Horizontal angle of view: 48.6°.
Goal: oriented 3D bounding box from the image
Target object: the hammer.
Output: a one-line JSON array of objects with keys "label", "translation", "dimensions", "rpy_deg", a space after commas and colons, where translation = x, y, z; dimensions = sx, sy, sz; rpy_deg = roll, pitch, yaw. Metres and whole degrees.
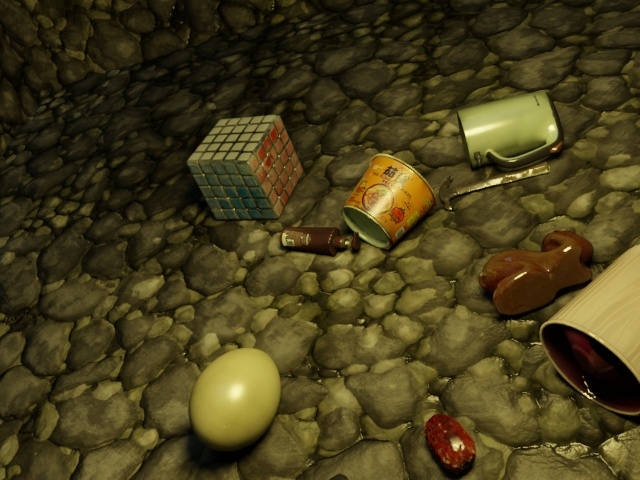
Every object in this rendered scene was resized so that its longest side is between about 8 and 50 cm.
[{"label": "hammer", "translation": [0.464, -0.157, 1.896], "dimensions": [0.297, 0.027, 0.125], "rpy_deg": [-15, 44, 12]}]

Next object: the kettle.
[{"label": "kettle", "translation": [0.517, -0.286, 1.920], "dimensions": [0.255, 0.165, 0.240], "rpy_deg": [-13, 49, 8]}]

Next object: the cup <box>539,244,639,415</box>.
[{"label": "cup", "translation": [0.598, 0.172, 1.301], "dimensions": [0.273, 0.208, 0.288], "rpy_deg": [-39, 39, -20]}]

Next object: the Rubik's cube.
[{"label": "Rubik's cube", "translation": [-0.225, -0.220, 2.154], "dimensions": [0.237, 0.237, 0.238], "rpy_deg": [1, 44, 27]}]

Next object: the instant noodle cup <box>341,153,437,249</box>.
[{"label": "instant noodle cup", "translation": [0.169, -0.092, 1.841], "dimensions": [0.216, 0.216, 0.172], "rpy_deg": [25, 67, 44]}]

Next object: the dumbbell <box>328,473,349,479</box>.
[{"label": "dumbbell", "translation": [-0.010, 0.529, 1.244], "dimensions": [0.218, 0.152, 0.152], "rpy_deg": [-31, 39, -9]}]

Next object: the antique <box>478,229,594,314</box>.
[{"label": "antique", "translation": [0.480, 0.059, 1.570], "dimensions": [0.257, 0.121, 0.143], "rpy_deg": [-29, 29, 6]}]

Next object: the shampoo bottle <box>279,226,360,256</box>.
[{"label": "shampoo bottle", "translation": [0.000, -0.002, 1.921], "dimensions": [0.236, 0.068, 0.067], "rpy_deg": [6, 45, 31]}]

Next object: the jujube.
[{"label": "jujube", "translation": [0.246, 0.381, 1.350], "dimensions": [0.077, 0.077, 0.129], "rpy_deg": [-28, 29, -5]}]

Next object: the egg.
[{"label": "egg", "translation": [-0.180, 0.338, 1.526], "dimensions": [0.186, 0.186, 0.241], "rpy_deg": [1, 35, 28]}]
